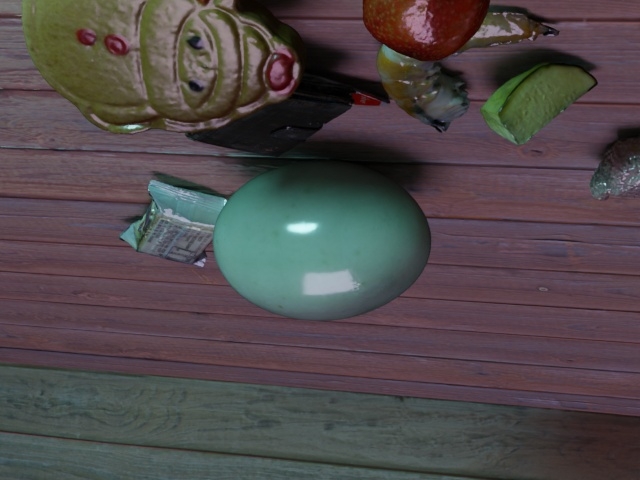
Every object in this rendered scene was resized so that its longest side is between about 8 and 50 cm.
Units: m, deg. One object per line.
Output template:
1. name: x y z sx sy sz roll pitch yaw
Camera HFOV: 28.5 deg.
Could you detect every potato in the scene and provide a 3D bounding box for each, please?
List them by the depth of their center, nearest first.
1. potato: 0.295 -0.215 1.790 0.081 0.149 0.120 53 177 -22

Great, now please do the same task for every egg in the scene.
1. egg: 0.000 0.000 2.156 0.388 0.276 0.276 1 158 24

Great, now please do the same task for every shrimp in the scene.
1. shrimp: 0.176 -0.255 1.757 0.185 0.068 0.287 13 149 -23

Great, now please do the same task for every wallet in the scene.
1. wallet: -0.083 -0.187 1.912 0.169 0.044 0.317 9 167 -22

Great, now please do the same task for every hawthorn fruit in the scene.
1. hawthorn fruit: 0.135 -0.304 1.495 0.173 0.173 0.179 26 115 -38

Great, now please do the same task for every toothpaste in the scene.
1. toothpaste: -0.042 -0.231 1.908 0.300 0.048 0.075 8 155 -3

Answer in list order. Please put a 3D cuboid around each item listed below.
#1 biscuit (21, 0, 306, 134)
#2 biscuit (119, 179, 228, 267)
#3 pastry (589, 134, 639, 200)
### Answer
1. biscuit: -0.207 -0.273 1.666 0.381 0.074 0.359 14 137 4
2. biscuit: -0.284 -0.028 2.475 0.186 0.079 0.309 16 158 -12
3. pastry: 0.525 -0.113 1.908 0.265 0.103 0.112 -7 147 31
